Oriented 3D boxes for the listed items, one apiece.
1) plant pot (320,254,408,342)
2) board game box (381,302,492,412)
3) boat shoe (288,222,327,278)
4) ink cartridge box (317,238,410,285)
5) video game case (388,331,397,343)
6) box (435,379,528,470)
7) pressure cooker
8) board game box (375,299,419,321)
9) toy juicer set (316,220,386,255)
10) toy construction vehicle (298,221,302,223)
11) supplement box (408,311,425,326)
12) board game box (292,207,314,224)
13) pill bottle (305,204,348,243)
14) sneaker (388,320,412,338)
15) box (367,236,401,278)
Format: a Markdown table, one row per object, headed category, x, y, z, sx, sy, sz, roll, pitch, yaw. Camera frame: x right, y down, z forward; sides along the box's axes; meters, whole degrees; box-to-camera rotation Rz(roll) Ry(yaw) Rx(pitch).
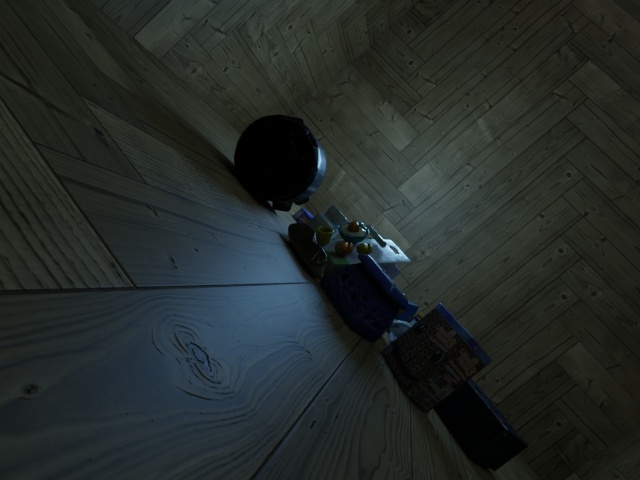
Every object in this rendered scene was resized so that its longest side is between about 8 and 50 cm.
| category | x | y | z | sx | sy | sz | roll | pitch | yaw |
| --- | --- | --- | --- | --- | --- | --- | --- | --- | --- |
| plant pot | 0.174 | 0.202 | 1.553 | 0.236 | 0.212 | 0.236 | 41 | 10 | -50 |
| board game box | 0.401 | 0.409 | 1.493 | 0.141 | 0.291 | 0.232 | 47 | 5 | -24 |
| boat shoe | -0.058 | 0.031 | 1.611 | 0.285 | 0.105 | 0.089 | -118 | -156 | -49 |
| ink cartridge box | 0.173 | 0.090 | 1.777 | 0.354 | 0.119 | 0.207 | 0 | 29 | -20 |
| video game case | 0.429 | 0.571 | 2.019 | 0.285 | 0.025 | 0.204 | 49 | 5 | 7 |
| box | 0.613 | 0.708 | 1.667 | 0.296 | 0.183 | 0.294 | 42 | 7 | -39 |
| pressure cooker | -0.160 | -0.342 | 1.896 | 0.375 | 0.370 | 0.420 | 53 | 9 | 1 |
| board game box | 0.253 | 0.243 | 1.888 | 0.302 | 0.086 | 0.308 | 31 | 4 | 31 |
| toy juicer set | 0.161 | -0.022 | 1.756 | 0.329 | 0.089 | 0.209 | -12 | 33 | -37 |
| toy construction vehicle | -0.084 | -0.054 | 2.305 | 0.086 | 0.035 | 0.098 | 24 | 20 | -51 |
| supplement box | 0.569 | 0.546 | 2.415 | 0.191 | 0.194 | 0.129 | 44 | 7 | -47 |
| board game box | -0.013 | -0.046 | 2.547 | 0.233 | 0.078 | 0.347 | 51 | 6 | 22 |
| pill bottle | 0.005 | -0.048 | 1.869 | 0.131 | 0.229 | 0.131 | 49 | 5 | -6 |
| sneaker | 0.465 | 0.525 | 2.203 | 0.283 | 0.110 | 0.122 | 35 | 36 | -16 |
| box | 0.255 | 0.158 | 2.279 | 0.231 | 0.262 | 0.126 | 48 | 6 | -18 |
